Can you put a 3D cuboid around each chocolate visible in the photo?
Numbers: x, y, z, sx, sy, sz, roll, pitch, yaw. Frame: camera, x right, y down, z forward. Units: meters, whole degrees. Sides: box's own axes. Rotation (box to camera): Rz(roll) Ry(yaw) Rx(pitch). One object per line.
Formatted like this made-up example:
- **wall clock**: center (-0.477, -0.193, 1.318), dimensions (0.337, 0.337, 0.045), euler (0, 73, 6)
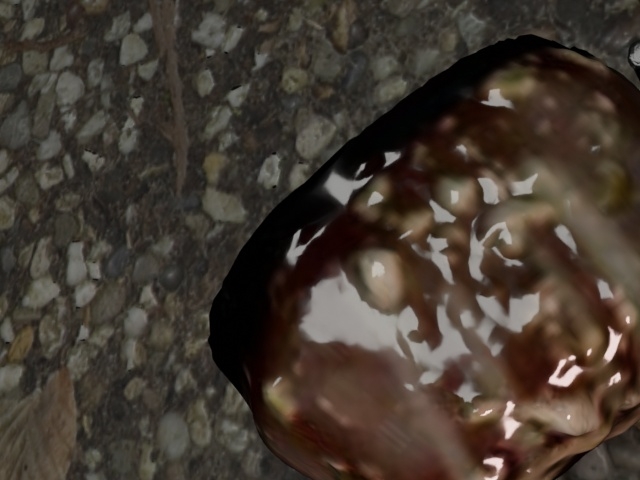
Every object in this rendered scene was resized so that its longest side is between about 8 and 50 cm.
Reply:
- **chocolate**: center (0.117, 0.043, 0.600), dimensions (0.340, 0.225, 0.210), euler (-37, 63, -7)

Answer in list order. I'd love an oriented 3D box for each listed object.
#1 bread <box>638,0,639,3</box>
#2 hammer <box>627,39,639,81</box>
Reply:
- **bread**: center (0.299, -0.120, 0.581), dimensions (0.133, 0.179, 0.250), euler (-33, 61, 11)
- **hammer**: center (0.273, -0.048, 0.646), dimensions (0.021, 0.078, 0.201), euler (-37, 72, 16)
